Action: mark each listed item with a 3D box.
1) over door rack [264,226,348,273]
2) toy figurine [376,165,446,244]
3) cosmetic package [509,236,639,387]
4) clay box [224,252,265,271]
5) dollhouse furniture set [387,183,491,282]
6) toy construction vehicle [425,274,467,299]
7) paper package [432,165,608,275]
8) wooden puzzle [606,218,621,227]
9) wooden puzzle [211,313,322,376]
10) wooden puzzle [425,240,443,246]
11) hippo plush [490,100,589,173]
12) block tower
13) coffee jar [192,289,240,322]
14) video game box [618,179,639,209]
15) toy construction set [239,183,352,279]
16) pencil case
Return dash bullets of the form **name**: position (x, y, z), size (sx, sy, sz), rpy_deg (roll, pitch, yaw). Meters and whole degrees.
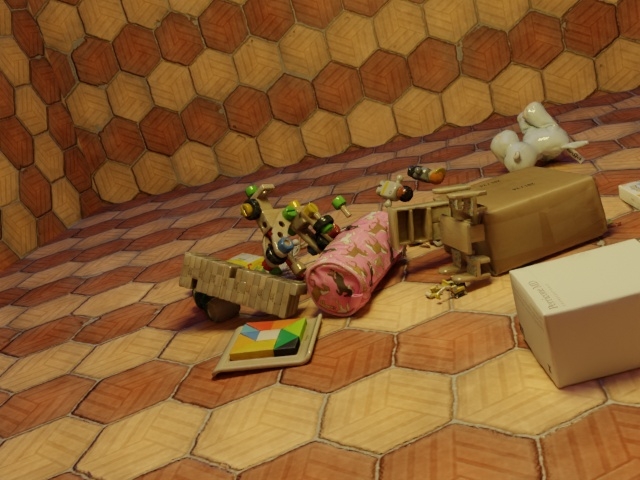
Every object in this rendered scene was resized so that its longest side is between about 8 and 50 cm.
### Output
- **over door rack**: position (0.000, 0.000, 2.205), size (0.325, 0.108, 0.239), rpy_deg (-10, 18, 16)
- **toy figurine**: position (0.290, -0.111, 2.136), size (0.213, 0.209, 0.148), rpy_deg (-24, 25, -26)
- **cosmetic package**: position (0.564, 0.109, 1.283), size (0.385, 0.156, 0.217), rpy_deg (-14, 19, 1)
- **clay box**: position (-0.292, 0.108, 2.203), size (0.222, 0.053, 0.127), rpy_deg (-27, 21, -32)
- **dollhouse furniture set**: position (0.287, -0.023, 1.747), size (0.161, 0.212, 0.242), rpy_deg (-10, 15, -16)
- **toy construction vehicle**: position (0.305, 0.112, 1.706), size (0.098, 0.035, 0.086), rpy_deg (-20, 17, -15)
- **paper package**: position (0.512, -0.065, 1.869), size (0.325, 0.168, 0.309), rpy_deg (-19, 16, -12)
- **wooden puzzle**: position (0.745, -0.042, 1.868), size (0.083, 0.006, 0.049), rpy_deg (-13, 17, 7)
- **wooden puzzle**: position (-0.122, 0.236, 1.662), size (0.239, 0.044, 0.221), rpy_deg (-12, 17, 11)
- **wooden puzzle**: position (0.344, -0.020, 2.060), size (0.116, 0.014, 0.078), rpy_deg (-33, 54, -21)
- **hippo plush**: position (0.737, -0.312, 2.502), size (0.237, 0.234, 0.294), rpy_deg (-35, 62, -6)
- **block tower**: position (-0.207, 0.114, 1.833), size (0.336, 0.097, 0.091), rpy_deg (13, 4, 18)
- **coffee jar**: position (-0.295, 0.164, 1.982), size (0.096, 0.079, 0.184), rpy_deg (-21, 17, -20)
- **video game box**: position (0.938, -0.130, 1.919), size (0.187, 0.048, 0.205), rpy_deg (-16, 16, 4)
- **toy construction set**: position (-0.107, -0.038, 1.964), size (0.258, 0.237, 0.308), rpy_deg (-30, -19, -25)
- **pencil case**: position (0.102, 0.054, 1.857), size (0.167, 0.160, 0.386), rpy_deg (-13, 15, 30)
